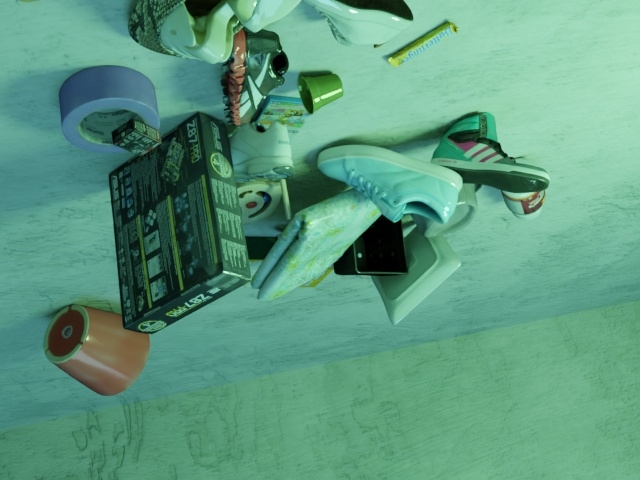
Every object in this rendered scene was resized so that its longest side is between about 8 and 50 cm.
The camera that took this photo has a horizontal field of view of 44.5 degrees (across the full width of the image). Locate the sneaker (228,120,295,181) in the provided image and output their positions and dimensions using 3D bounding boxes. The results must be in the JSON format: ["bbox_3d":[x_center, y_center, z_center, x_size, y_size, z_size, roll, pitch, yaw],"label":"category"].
[{"bbox_3d":[-0.168,-0.197,1.752,0.297,0.130,0.111,0,177,39],"label":"sneaker"}]

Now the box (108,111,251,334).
[{"bbox_3d":[-0.318,-0.036,1.700,0.318,0.395,0.097,-30,149,31],"label":"box"}]

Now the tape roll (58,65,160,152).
[{"bbox_3d":[-0.418,-0.257,1.550,0.188,0.080,0.189,-12,156,-5],"label":"tape roll"}]

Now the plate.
[{"bbox_3d":[0.269,0.079,2.364,0.045,0.278,0.277,36,108,-29],"label":"plate"}]

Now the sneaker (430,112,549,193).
[{"bbox_3d":[0.430,-0.224,1.939,0.295,0.179,0.124,12,161,18],"label":"sneaker"}]

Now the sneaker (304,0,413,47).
[{"bbox_3d":[0.037,-0.408,1.419,0.290,0.106,0.123,8,146,-42],"label":"sneaker"}]

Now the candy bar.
[{"bbox_3d":[0.214,-0.407,1.625,0.161,0.018,0.040,-26,154,27],"label":"candy bar"}]

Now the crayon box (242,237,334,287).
[{"bbox_3d":[-0.124,0.072,2.421,0.322,0.083,0.203,2,152,-29],"label":"crayon box"}]

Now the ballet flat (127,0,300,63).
[{"bbox_3d":[-0.140,-0.399,1.257,0.482,0.182,0.164,-28,153,31],"label":"ballet flat"}]

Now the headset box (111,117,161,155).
[{"bbox_3d":[-0.363,-0.204,1.556,0.062,0.032,0.083,-26,154,27],"label":"headset box"}]

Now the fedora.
[{"bbox_3d":[0.352,-0.093,2.257,0.243,0.124,0.275,8,148,-38],"label":"fedora"}]

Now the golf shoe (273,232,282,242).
[{"bbox_3d":[-0.043,-0.015,2.302,0.198,0.077,0.094,-3,144,-38],"label":"golf shoe"}]

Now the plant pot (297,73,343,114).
[{"bbox_3d":[0.004,-0.317,1.652,0.079,0.083,0.083,-20,158,-15],"label":"plant pot"}]

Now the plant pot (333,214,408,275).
[{"bbox_3d":[0.132,0.024,2.352,0.188,0.188,0.167,2,165,-31],"label":"plant pot"}]

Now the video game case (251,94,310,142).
[{"bbox_3d":[-0.093,-0.269,1.771,0.119,0.015,0.166,1,152,-28],"label":"video game case"}]

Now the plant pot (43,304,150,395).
[{"bbox_3d":[-0.728,0.335,2.504,0.274,0.275,0.243,-23,144,21],"label":"plant pot"}]

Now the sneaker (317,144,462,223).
[{"bbox_3d":[0.159,-0.130,1.915,0.365,0.150,0.135,12,158,7],"label":"sneaker"}]

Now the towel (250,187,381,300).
[{"bbox_3d":[0.000,0.000,2.081,0.320,0.090,0.374,-28,163,-41],"label":"towel"}]

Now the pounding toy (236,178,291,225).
[{"bbox_3d":[-0.165,-0.102,1.926,0.154,0.155,0.269,-9,156,-21],"label":"pounding toy"}]

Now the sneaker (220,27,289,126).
[{"bbox_3d":[-0.130,-0.318,1.541,0.135,0.098,0.276,-6,154,-10],"label":"sneaker"}]

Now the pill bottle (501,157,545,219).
[{"bbox_3d":[0.590,-0.143,2.274,0.121,0.121,0.221,-20,155,14],"label":"pill bottle"}]
